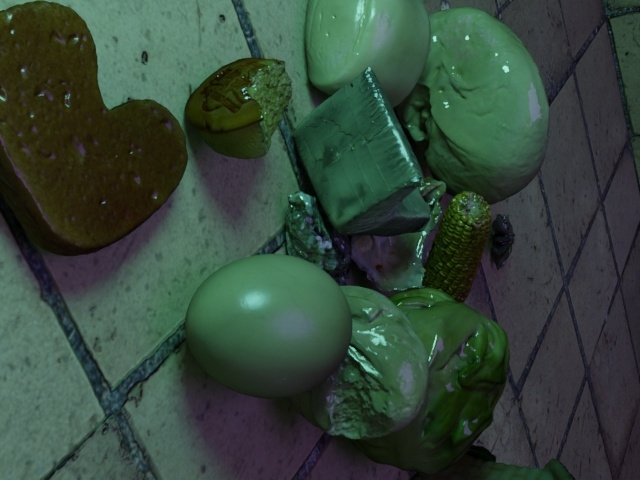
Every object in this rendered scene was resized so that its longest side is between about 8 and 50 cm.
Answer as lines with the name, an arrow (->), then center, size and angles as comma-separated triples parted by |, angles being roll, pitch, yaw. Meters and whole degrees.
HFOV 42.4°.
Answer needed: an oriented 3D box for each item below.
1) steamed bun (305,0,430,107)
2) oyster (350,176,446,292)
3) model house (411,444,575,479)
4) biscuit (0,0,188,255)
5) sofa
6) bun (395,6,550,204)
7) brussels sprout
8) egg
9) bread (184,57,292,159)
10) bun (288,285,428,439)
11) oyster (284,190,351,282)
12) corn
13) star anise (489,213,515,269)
steamed bun -> 0.079, -0.344, 1.341 | 0.200, 0.155, 0.250 | 23, 66, -54
oyster -> 0.133, -0.019, 1.448 | 0.161, 0.107, 0.232 | 51, 60, -25
model house -> 0.390, 0.626, 1.501 | 0.395, 0.400, 0.445 | -26, 108, -51
biscuit -> -0.267, -0.132, 0.902 | 0.262, 0.052, 0.277 | -57, 131, -48
sofa -> 0.100, -0.126, 1.281 | 0.225, 0.176, 0.210 | 4, 58, -53
bun -> 0.253, -0.237, 1.497 | 0.213, 0.361, 0.361 | -16, 105, -11
brussels sprout -> 0.177, 0.225, 1.360 | 0.328, 0.247, 0.328 | 5, 84, -60
egg -> -0.064, 0.109, 1.055 | 0.242, 0.186, 0.186 | 10, 79, -53
bread -> -0.109, -0.174, 1.076 | 0.086, 0.125, 0.156 | 64, 29, -42
bun -> 0.040, 0.177, 1.181 | 0.210, 0.237, 0.116 | -52, 146, 10
oyster -> 0.000, 0.000, 1.277 | 0.177, 0.064, 0.125 | 27, 59, -51
corn -> 0.250, 0.027, 1.511 | 0.293, 0.106, 0.106 | 102, 14, -48
star anise -> 0.417, -0.015, 1.898 | 0.129, 0.056, 0.124 | 73, 31, -46
